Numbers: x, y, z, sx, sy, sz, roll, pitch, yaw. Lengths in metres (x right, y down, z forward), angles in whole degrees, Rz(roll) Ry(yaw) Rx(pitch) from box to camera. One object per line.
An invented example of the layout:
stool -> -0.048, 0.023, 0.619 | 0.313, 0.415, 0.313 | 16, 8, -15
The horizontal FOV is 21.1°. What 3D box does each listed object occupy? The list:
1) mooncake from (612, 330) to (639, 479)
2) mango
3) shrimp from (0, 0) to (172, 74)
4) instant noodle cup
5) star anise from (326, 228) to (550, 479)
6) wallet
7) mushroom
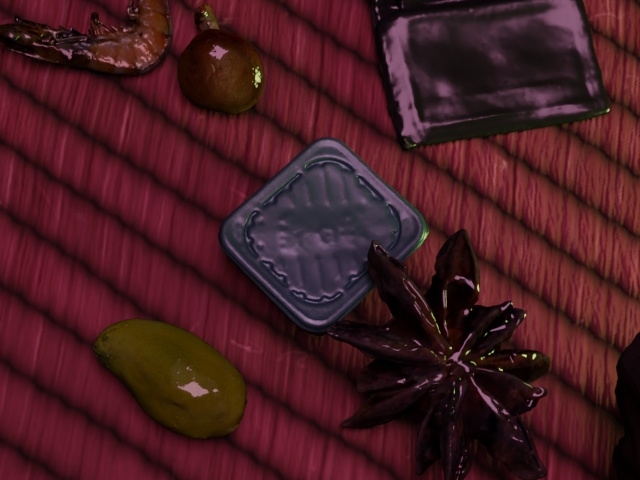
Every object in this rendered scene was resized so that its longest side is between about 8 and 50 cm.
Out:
mooncake -> 0.418, 0.244, 1.573 | 0.212, 0.381, 0.350 | -19, 111, -11
mango -> -0.147, 0.132, 1.679 | 0.165, 0.074, 0.091 | 30, 70, 3
shrimp -> -0.252, -0.249, 1.823 | 0.195, 0.035, 0.148 | 7, 71, -14
instant noodle cup -> 0.000, 0.000, 1.754 | 0.157, 0.070, 0.179 | 44, 70, 10
star anise -> 0.121, 0.123, 1.689 | 0.212, 0.129, 0.283 | -39, 96, -16
wallet -> 0.167, -0.269, 1.895 | 0.247, 0.041, 0.323 | -10, 75, -12
mushroom -> -0.114, -0.195, 1.809 | 0.088, 0.073, 0.129 | -30, 70, 17
